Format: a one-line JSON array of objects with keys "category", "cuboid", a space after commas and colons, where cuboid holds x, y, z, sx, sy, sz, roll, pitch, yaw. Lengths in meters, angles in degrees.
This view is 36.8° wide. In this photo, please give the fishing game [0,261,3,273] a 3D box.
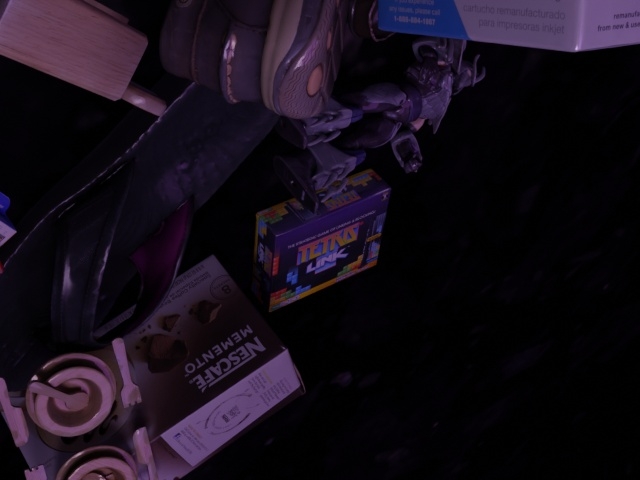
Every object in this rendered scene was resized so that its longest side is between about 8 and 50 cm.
[{"category": "fishing game", "cuboid": [-0.405, 0.028, 0.790, 0.264, 0.041, 0.189, -23, 134, -16]}]

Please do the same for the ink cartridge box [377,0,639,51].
[{"category": "ink cartridge box", "cuboid": [0.158, -0.312, 0.734, 0.129, 0.223, 0.307, -14, 112, -34]}]

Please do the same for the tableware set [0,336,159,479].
[{"category": "tableware set", "cuboid": [-0.229, 0.201, 0.945, 0.128, 0.039, 0.194, -18, 116, -20]}]

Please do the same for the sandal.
[{"category": "sandal", "cuboid": [-0.192, -0.001, 0.939, 0.446, 0.107, 0.167, -49, 146, 12]}]

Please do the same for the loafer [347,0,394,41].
[{"category": "loafer", "cuboid": [0.125, -0.271, 0.977, 0.220, 0.078, 0.080, -36, 147, -8]}]

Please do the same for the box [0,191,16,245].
[{"category": "box", "cuboid": [-0.341, 0.003, 0.866, 0.136, 0.028, 0.081, -40, 147, 2]}]

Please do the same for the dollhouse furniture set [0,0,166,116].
[{"category": "dollhouse furniture set", "cuboid": [-0.126, -0.281, 0.569, 0.355, 0.174, 0.303, -62, 157, 5]}]

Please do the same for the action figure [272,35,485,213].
[{"category": "action figure", "cuboid": [0.078, -0.143, 1.067, 0.285, 0.099, 0.185, -27, 140, -26]}]

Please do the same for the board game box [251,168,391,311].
[{"category": "board game box", "cuboid": [0.000, 0.000, 1.195, 0.170, 0.048, 0.141, -23, 144, -26]}]

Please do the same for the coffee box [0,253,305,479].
[{"category": "coffee box", "cuboid": [-0.189, 0.175, 1.095, 0.297, 0.168, 0.119, -33, 146, -12]}]

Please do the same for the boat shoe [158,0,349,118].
[{"category": "boat shoe", "cuboid": [-0.031, -0.247, 0.687, 0.130, 0.355, 0.132, 9, 145, 3]}]
